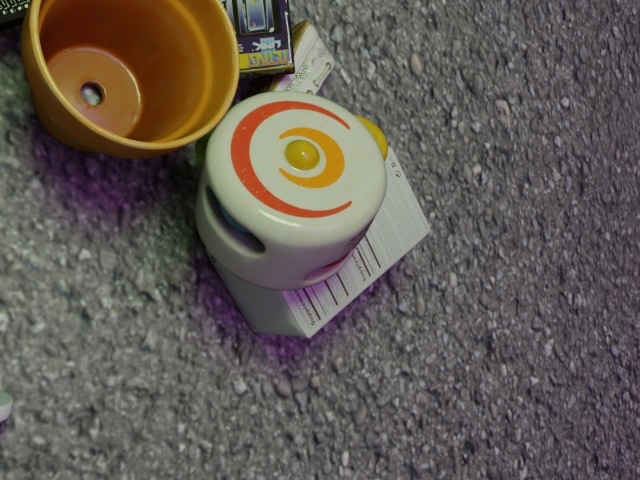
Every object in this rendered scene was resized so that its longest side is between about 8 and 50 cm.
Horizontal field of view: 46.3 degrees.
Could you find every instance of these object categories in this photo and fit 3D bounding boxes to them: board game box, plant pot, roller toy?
[{"bbox_3d":[-0.121,-0.266,0.901,0.170,0.048,0.141,-5,91,0],"label":"board game box"},{"bbox_3d":[-0.217,-0.174,0.783,0.205,0.188,0.205,6,79,-33],"label":"plant pot"},{"bbox_3d":[-0.030,-0.056,0.799,0.209,0.146,0.191,7,60,-13],"label":"roller toy"}]

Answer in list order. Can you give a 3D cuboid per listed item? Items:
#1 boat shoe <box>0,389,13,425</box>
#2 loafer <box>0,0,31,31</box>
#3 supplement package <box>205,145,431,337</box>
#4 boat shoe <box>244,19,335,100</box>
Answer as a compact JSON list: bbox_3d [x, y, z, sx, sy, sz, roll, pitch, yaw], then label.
[{"bbox_3d":[-0.408,0.188,0.696,0.228,0.080,0.076,-2,106,-40],"label":"boat shoe"},{"bbox_3d":[-0.382,-0.218,0.741,0.220,0.078,0.080,-16,93,-19],"label":"loafer"},{"bbox_3d":[0.000,0.000,0.972,0.244,0.139,0.134,-38,109,-30],"label":"supplement package"},{"bbox_3d":[-0.050,-0.160,0.970,0.096,0.098,0.277,40,64,-27],"label":"boat shoe"}]
